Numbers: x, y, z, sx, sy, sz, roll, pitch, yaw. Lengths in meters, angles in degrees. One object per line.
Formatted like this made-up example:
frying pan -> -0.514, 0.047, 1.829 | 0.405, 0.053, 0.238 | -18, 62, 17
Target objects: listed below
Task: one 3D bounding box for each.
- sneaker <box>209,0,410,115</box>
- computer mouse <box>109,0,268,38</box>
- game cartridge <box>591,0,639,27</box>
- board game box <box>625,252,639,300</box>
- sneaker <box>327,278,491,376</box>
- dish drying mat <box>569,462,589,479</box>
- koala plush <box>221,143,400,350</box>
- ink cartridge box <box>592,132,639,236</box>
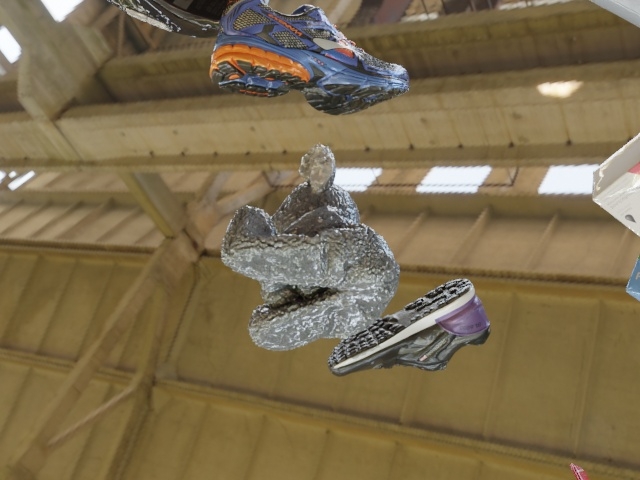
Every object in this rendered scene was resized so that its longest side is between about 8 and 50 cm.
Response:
sneaker -> 0.001, -0.175, 0.724 | 0.083, 0.221, 0.087 | -10, -102, 48
computer mouse -> -0.162, -0.293, 0.795 | 0.262, 0.060, 0.184 | 19, -118, 5
game cartridge -> 0.378, -0.323, 0.825 | 0.198, 0.062, 0.297 | 39, -119, 14
board game box -> 0.288, -0.045, 0.444 | 0.160, 0.039, 0.212 | 16, -98, 53
sneaker -> 0.154, 0.185, 1.321 | 0.283, 0.124, 0.107 | -27, -166, 7
dish drying mat -> 0.415, 0.381, 1.218 | 0.008, 0.032, 0.083 | -54, -169, 15
koala plush -> 0.000, 0.000, 1.010 | 0.203, 0.196, 0.221 | -7, -144, 9
ink cartridge box -> 0.580, -0.072, 1.270 | 0.158, 0.218, 0.092 | -47, -167, 41
